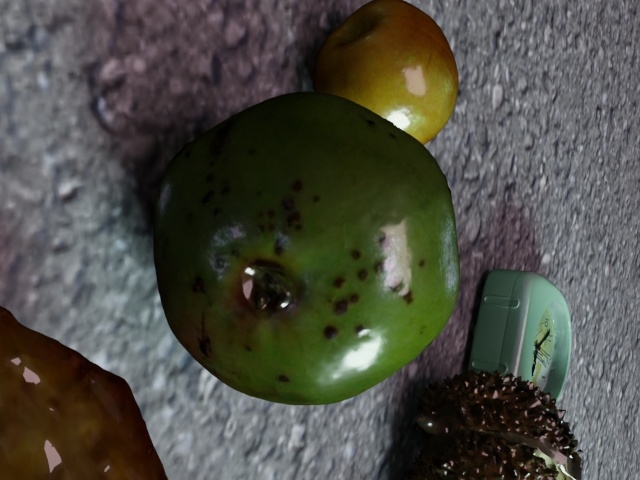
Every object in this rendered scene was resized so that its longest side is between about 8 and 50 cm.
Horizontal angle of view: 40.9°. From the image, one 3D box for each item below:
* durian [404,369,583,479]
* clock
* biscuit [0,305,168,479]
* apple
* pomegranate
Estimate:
[{"bbox_3d":[0.142,0.207,0.770,0.196,0.167,0.196,38,39,-39],"label":"durian"},{"bbox_3d":[0.225,0.121,0.935,0.188,0.060,0.148,31,68,-52],"label":"clock"},{"bbox_3d":[-0.176,0.166,0.304,0.359,0.046,0.359,27,53,-42],"label":"biscuit"},{"bbox_3d":[0.049,-0.121,0.626,0.102,0.099,0.114,47,60,-44],"label":"apple"},{"bbox_3d":[0.000,0.000,0.526,0.224,0.181,0.181,-26,117,-75],"label":"pomegranate"}]
